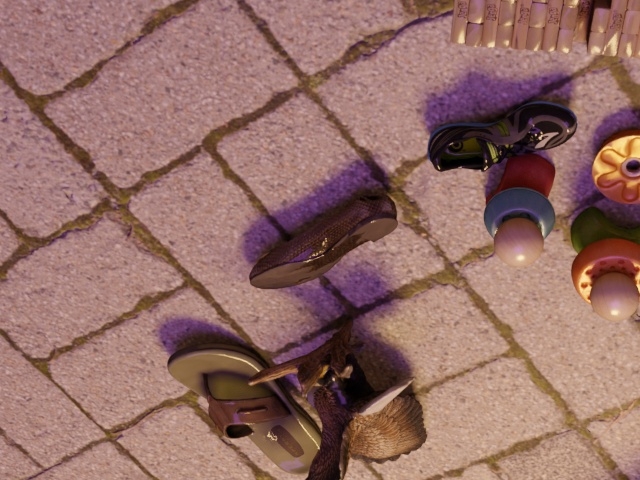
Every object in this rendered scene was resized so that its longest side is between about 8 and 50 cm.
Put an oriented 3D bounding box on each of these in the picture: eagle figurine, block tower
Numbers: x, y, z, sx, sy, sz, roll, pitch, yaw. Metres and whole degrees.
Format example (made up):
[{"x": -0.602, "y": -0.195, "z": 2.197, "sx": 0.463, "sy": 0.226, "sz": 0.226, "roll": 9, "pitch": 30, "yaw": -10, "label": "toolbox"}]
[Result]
[{"x": 0.037, "y": 0.271, "z": 1.751, "sx": 0.226, "sy": 0.225, "sz": 0.298, "roll": -10, "pitch": 113, "yaw": 5, "label": "eagle figurine"}, {"x": 0.303, "y": -0.264, "z": 1.358, "sx": 0.336, "sy": 0.091, "sz": 0.097, "roll": 7, "pitch": 126, "yaw": 6, "label": "block tower"}]

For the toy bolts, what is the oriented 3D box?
[{"x": 0.317, "y": -0.023, "z": 1.489, "sx": 0.229, "sy": 0.158, "sz": 0.218, "roll": 16, "pitch": 127, "yaw": -1, "label": "toy bolts"}]

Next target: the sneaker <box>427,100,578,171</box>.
[{"x": 0.222, "y": -0.117, "z": 1.489, "sx": 0.188, "sy": 0.078, "sz": 0.067, "roll": -11, "pitch": 123, "yaw": 18, "label": "sneaker"}]

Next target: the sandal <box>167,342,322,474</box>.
[{"x": -0.102, "y": 0.259, "z": 1.823, "sx": 0.120, "sy": 0.086, "sz": 0.303, "roll": -33, "pitch": 114, "yaw": 29, "label": "sandal"}]

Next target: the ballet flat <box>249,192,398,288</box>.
[{"x": 0.000, "y": 0.000, "z": 1.638, "sx": 0.250, "sy": 0.058, "sz": 0.084, "roll": -30, "pitch": 151, "yaw": 34, "label": "ballet flat"}]
